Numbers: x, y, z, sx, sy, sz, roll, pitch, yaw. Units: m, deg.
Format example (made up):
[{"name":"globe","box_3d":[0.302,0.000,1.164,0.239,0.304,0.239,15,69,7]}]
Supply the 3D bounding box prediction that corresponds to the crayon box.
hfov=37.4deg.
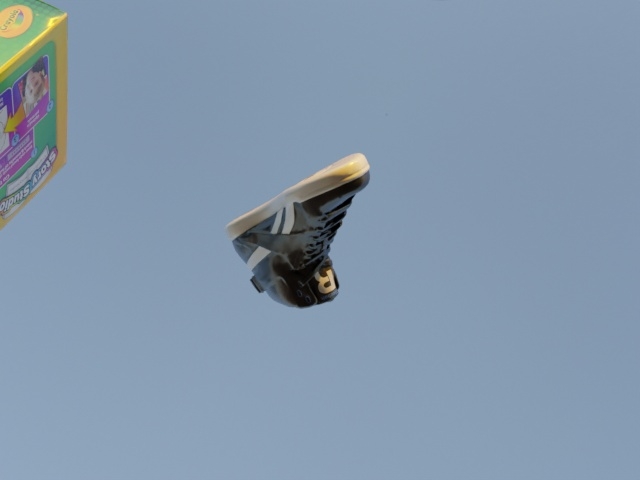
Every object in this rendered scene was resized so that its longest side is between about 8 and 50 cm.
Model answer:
[{"name":"crayon box","box_3d":[-0.300,-0.056,0.718,0.081,0.278,0.165,24,-44,7]}]

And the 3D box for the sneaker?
[{"name":"sneaker","box_3d":[0.000,0.000,0.939,0.217,0.079,0.121,-26,-85,52]}]
